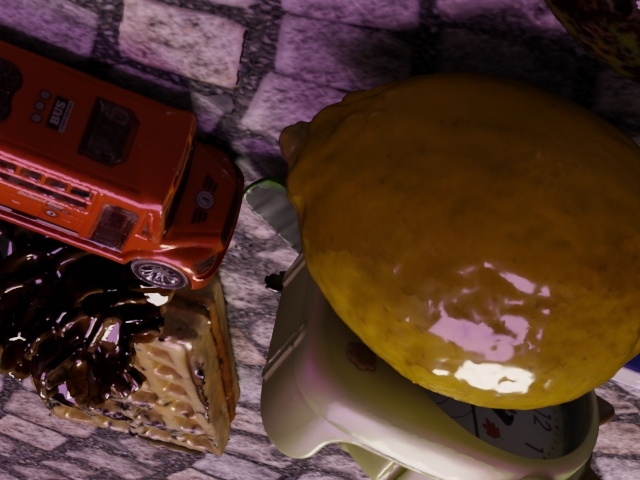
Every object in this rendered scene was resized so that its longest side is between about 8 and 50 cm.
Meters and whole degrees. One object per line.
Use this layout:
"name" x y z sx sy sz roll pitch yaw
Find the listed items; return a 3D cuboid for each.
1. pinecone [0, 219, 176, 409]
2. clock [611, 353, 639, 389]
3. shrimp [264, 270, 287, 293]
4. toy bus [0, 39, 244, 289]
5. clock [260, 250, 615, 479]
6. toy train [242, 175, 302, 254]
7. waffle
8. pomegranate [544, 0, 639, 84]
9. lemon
"pinecone" -0.264 0.042 1.701 0.243 0.257 0.243 -8 126 -11
"clock" 0.354 0.076 1.632 0.230 0.083 0.230 13 152 7
"shrimp" -0.001 -0.002 1.643 0.148 0.035 0.195 -27 138 11
"toy bus" -0.225 -0.078 1.557 0.329 0.143 0.153 22 152 -10
"clock" 0.122 0.137 1.537 0.348 0.286 0.117 30 126 -14
"toy train" -0.014 -0.015 1.679 0.044 0.042 0.209 -33 135 13
"waffle" -0.239 0.135 2.017 0.261 0.114 0.376 11 154 7
"pomegranate" 0.261 -0.223 0.969 0.306 0.242 0.242 -34 134 16
"lemon" 0.133 -0.001 1.372 0.316 0.285 0.285 -5 156 -9
